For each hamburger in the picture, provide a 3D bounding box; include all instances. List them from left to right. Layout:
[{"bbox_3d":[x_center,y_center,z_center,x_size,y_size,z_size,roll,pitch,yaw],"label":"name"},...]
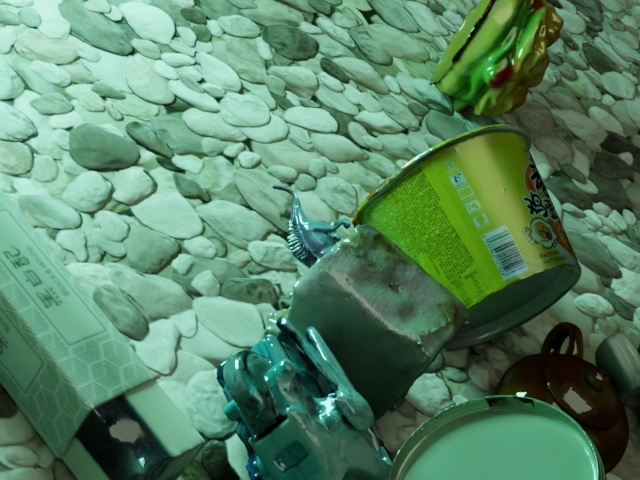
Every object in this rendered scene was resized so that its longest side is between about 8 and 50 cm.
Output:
[{"bbox_3d":[0.287,-0.295,2.179,0.149,0.237,0.237,33,37,-6],"label":"hamburger"}]

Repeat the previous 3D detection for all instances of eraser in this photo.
[{"bbox_3d":[-0.289,0.096,1.410,0.404,0.096,0.098,47,38,18],"label":"eraser"}]

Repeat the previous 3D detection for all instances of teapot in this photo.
[{"bbox_3d":[0.316,0.194,1.726,0.178,0.135,0.252,26,38,-17],"label":"teapot"}]

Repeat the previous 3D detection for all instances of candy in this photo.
[{"bbox_3d":[0.048,0.104,1.595,0.195,0.185,0.137,42,42,3],"label":"candy"}]

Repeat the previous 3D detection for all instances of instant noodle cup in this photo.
[{"bbox_3d":[0.203,0.005,1.766,0.264,0.264,0.200,-8,62,-42],"label":"instant noodle cup"}]

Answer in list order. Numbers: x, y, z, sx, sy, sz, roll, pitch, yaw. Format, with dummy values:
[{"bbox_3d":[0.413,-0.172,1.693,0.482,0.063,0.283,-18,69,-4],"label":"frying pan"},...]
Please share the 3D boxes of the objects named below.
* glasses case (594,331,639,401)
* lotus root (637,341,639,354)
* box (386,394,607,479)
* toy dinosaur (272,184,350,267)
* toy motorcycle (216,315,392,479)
[{"bbox_3d":[0.393,0.168,1.798,0.076,0.049,0.197,64,1,16],"label":"glasses case"},{"bbox_3d":[0.507,0.179,1.877,0.140,0.154,0.257,60,38,-38],"label":"lotus root"},{"bbox_3d":[0.189,0.291,1.414,0.226,0.149,0.226,-12,42,11],"label":"box"},{"bbox_3d":[0.000,0.000,1.773,0.080,0.045,0.197,-15,62,-33],"label":"toy dinosaur"},{"bbox_3d":[-0.001,0.212,1.470,0.260,0.154,0.206,54,18,5],"label":"toy motorcycle"}]
